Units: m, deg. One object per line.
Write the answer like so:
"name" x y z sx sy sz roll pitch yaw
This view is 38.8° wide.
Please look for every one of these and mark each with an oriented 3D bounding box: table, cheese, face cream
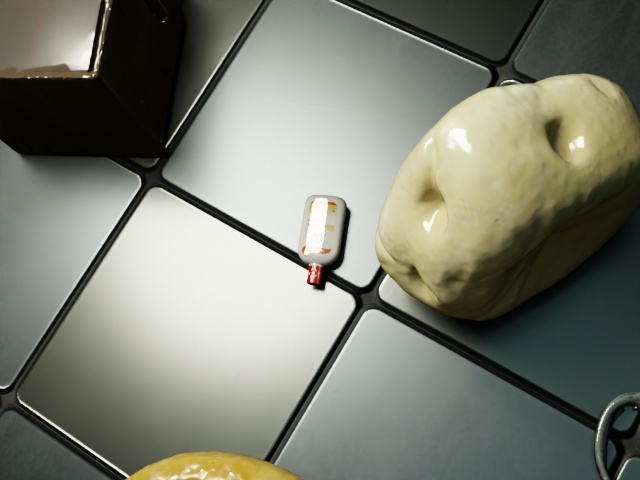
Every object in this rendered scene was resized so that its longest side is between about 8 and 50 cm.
"table" -0.233 -0.201 0.861 0.172 0.169 0.193 2 72 12
"cheese" 0.148 -0.031 0.712 0.235 0.218 0.117 -44 65 19
"face cream" 0.000 0.000 0.829 0.040 0.021 0.083 4 75 14

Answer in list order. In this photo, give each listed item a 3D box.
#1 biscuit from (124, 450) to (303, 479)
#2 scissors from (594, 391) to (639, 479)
"biscuit" -0.088 0.316 0.712 0.296 0.102 0.296 -3 75 10
"scissors" 0.279 0.264 0.691 0.109 0.022 0.300 -8 73 13
